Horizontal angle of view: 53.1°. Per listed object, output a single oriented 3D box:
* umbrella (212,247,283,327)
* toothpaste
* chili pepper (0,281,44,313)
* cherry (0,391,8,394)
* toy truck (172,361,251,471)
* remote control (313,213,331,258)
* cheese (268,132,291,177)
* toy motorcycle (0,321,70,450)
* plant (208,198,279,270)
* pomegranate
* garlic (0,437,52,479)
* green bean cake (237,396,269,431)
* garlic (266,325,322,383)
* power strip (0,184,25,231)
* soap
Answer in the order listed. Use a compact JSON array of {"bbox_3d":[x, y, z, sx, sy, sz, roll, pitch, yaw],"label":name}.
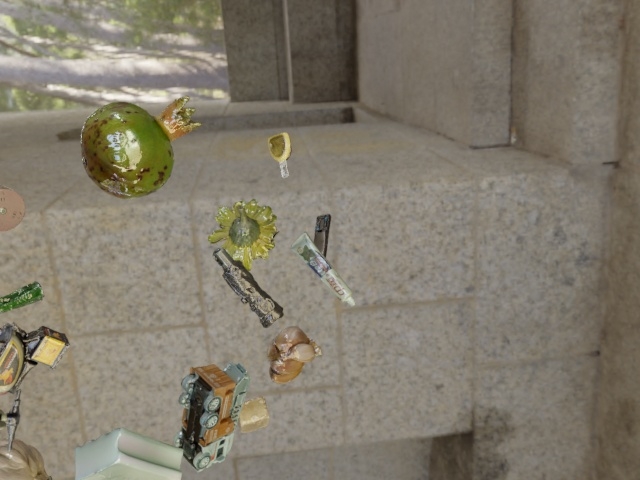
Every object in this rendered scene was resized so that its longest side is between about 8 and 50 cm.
[{"bbox_3d":[-0.179,0.110,1.566,0.235,0.066,0.059,53,148,-13],"label":"umbrella"},{"bbox_3d":[0.013,0.081,1.673,0.233,0.060,0.038,49,-173,10],"label":"toothpaste"},{"bbox_3d":[-0.950,0.194,1.918,0.088,0.227,0.059,-36,82,48],"label":"chili pepper"},{"bbox_3d":[-1.011,0.421,2.027,0.225,0.090,0.107,-161,64,-65],"label":"cherry"},{"bbox_3d":[-0.314,0.528,1.891,0.133,0.184,0.338,30,117,38],"label":"toy truck"},{"bbox_3d":[0.000,0.000,2.145,0.028,0.059,0.212,50,-142,-44],"label":"remote control"},{"bbox_3d":[-0.141,-0.304,2.316,0.036,0.086,0.162,15,-118,-68],"label":"cheese"},{"bbox_3d":[-0.611,0.276,1.214,0.263,0.157,0.091,-59,34,-1],"label":"toy motorcycle"},{"bbox_3d":[-0.282,-0.043,2.594,0.297,0.261,0.305,-42,48,43],"label":"plant"},{"bbox_3d":[-0.417,-0.217,1.503,0.231,0.286,0.231,167,90,-90],"label":"pomegranate"},{"bbox_3d":[-0.778,0.616,1.618,0.228,0.152,0.227,-13,-90,-76],"label":"garlic"},{"bbox_3d":[-0.245,0.627,2.293,0.179,0.109,0.085,106,147,-61],"label":"green bean cake"},{"bbox_3d":[-0.128,0.429,2.416,0.214,0.191,0.160,-43,57,32],"label":"garlic"},{"bbox_3d":[-1.076,-0.106,2.140,0.078,0.154,0.154,23,127,38],"label":"power strip"},{"bbox_3d":[-0.471,0.579,1.628,0.289,0.173,0.095,44,-155,-47],"label":"soap"}]
